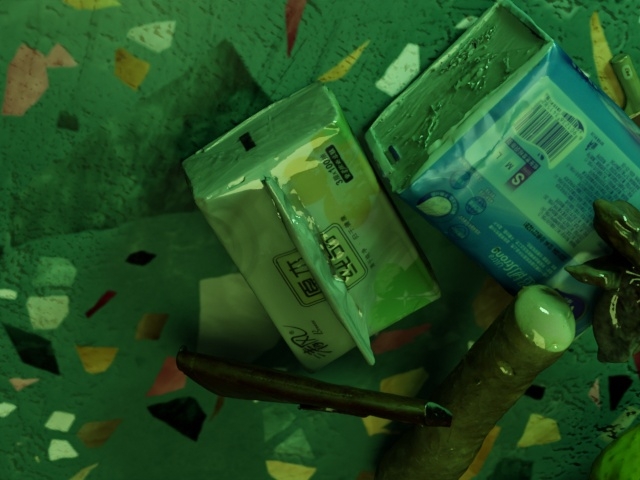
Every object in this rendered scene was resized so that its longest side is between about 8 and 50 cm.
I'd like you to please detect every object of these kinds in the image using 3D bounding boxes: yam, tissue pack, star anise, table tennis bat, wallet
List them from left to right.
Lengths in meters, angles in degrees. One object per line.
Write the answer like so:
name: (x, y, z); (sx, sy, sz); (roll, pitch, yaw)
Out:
wallet: (-0.001, 0.149, 1.466); (0.255, 0.137, 0.031); (9, 77, 19)
tissue pack: (0.000, 0.000, 1.420); (0.159, 0.145, 0.229); (-30, 121, 2)
yam: (0.150, 0.162, 1.505); (0.081, 0.081, 0.356); (8, 143, -19)
tissue pack: (0.204, -0.064, 1.439); (0.198, 0.146, 0.263); (-44, 121, 12)
table tennis bat: (0.323, -0.121, 1.519); (0.087, 0.013, 0.156); (-30, 123, 5)
star anise: (0.327, 0.023, 1.395); (0.197, 0.073, 0.212); (-26, 130, 2)

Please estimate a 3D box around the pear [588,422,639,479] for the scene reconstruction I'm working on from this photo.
pear: (0.442, 0.337, 1.604); (0.391, 0.391, 0.391); (-6, 119, -12)
